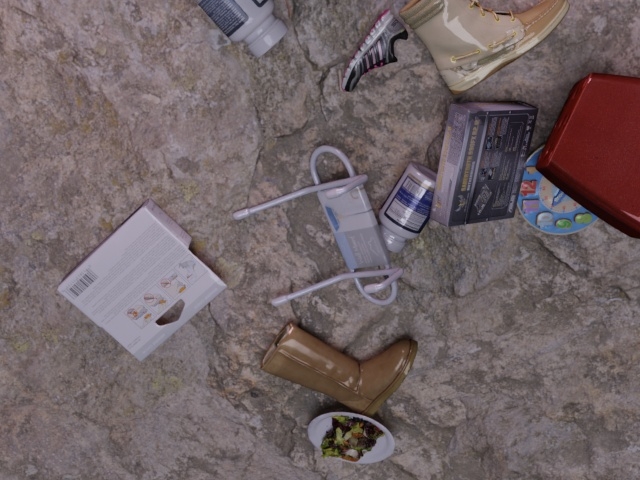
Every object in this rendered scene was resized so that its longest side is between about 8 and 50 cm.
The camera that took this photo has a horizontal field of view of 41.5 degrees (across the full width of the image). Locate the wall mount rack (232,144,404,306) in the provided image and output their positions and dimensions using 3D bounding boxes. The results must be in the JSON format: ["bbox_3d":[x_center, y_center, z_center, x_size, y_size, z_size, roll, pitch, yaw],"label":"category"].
[{"bbox_3d":[0.000,0.000,1.686,0.304,0.130,0.349,-10,107,46],"label":"wall mount rack"}]

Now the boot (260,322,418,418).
[{"bbox_3d":[0.041,0.252,1.817,0.270,0.089,0.236,30,111,-10],"label":"boot"}]

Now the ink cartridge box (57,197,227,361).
[{"bbox_3d":[-0.368,0.086,1.770,0.275,0.060,0.239,-41,107,15],"label":"ink cartridge box"}]

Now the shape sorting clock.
[{"bbox_3d":[0.490,-0.106,1.688,0.206,0.040,0.206,0,113,1],"label":"shape sorting clock"}]

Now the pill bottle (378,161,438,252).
[{"bbox_3d":[0.174,-0.063,1.682,0.094,0.094,0.169,28,110,-10],"label":"pill bottle"}]

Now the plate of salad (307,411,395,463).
[{"bbox_3d":[0.066,0.451,1.892,0.200,0.048,0.199,8,134,9],"label":"plate of salad"}]

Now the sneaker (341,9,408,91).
[{"bbox_3d":[0.104,-0.342,1.583,0.075,0.063,0.170,33,104,-6],"label":"sneaker"}]

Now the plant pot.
[{"bbox_3d":[0.544,-0.168,1.538,0.236,0.267,0.267,25,96,5],"label":"plant pot"}]

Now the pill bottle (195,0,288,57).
[{"bbox_3d":[-0.147,-0.424,1.530,0.108,0.108,0.180,-39,107,15],"label":"pill bottle"}]

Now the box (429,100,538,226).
[{"bbox_3d":[0.312,-0.148,1.618,0.183,0.056,0.230,-8,117,-32],"label":"box"}]

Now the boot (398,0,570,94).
[{"bbox_3d":[0.296,-0.418,1.537,0.262,0.095,0.203,-33,107,18],"label":"boot"}]
